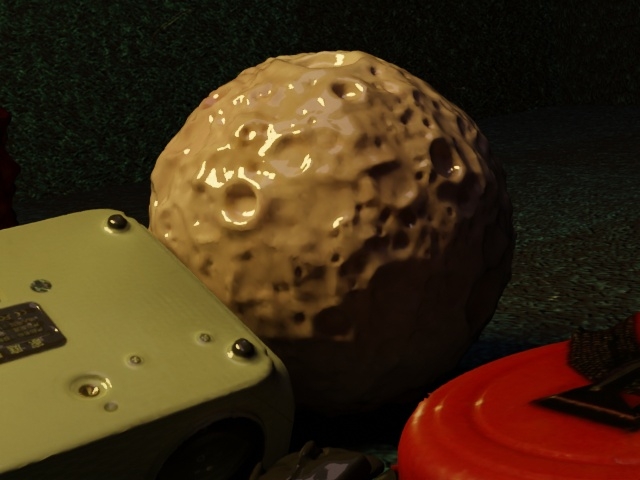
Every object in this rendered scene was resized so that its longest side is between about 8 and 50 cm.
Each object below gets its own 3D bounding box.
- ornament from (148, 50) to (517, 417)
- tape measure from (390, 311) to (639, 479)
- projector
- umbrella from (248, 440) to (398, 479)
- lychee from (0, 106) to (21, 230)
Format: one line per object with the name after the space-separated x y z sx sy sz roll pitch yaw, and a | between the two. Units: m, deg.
0.000 0.000 0.863 0.259 0.259 0.225 1 42 42 | ornament
0.161 0.108 0.516 0.261 0.114 0.253 -14 11 -31 | tape measure
-0.169 0.087 0.699 0.251 0.108 0.198 -14 40 -35 | projector
-0.013 0.145 0.530 0.118 0.118 0.340 -2 2 27 | umbrella
-0.450 -0.041 0.972 0.425 0.424 0.500 -12 13 -23 | lychee
